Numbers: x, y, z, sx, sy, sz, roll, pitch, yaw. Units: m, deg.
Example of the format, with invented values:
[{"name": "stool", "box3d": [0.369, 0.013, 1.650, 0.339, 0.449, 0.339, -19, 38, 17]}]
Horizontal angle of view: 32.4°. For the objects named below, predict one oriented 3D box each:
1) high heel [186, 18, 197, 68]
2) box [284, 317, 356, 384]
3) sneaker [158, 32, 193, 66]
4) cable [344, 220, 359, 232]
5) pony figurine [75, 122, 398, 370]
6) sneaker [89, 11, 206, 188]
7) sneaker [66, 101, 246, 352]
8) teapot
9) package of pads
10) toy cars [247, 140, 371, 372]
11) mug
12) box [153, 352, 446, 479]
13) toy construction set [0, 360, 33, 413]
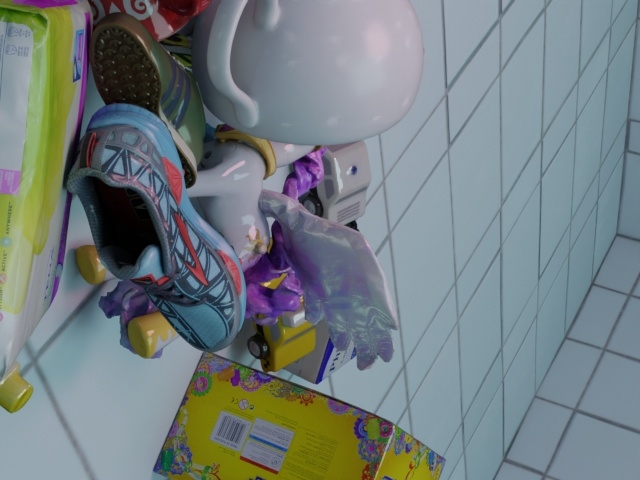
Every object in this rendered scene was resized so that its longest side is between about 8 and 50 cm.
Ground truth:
[{"name": "high heel", "box3d": [-0.068, -0.297, 1.188, 0.186, 0.093, 0.261, -37, 157, -34]}, {"name": "box", "box3d": [0.013, 0.136, 1.698, 0.137, 0.072, 0.126, -27, 139, -57]}, {"name": "sneaker", "box3d": [-0.142, -0.202, 1.193, 0.035, 0.083, 0.031, 120, -19, -50]}, {"name": "cable", "box3d": [0.000, 0.000, 1.651, 0.184, 0.047, 0.151, -20, 118, -55]}, {"name": "pony figurine", "box3d": [-0.087, -0.013, 1.243, 0.363, 0.302, 0.351, -27, 122, -38]}, {"name": "sneaker", "box3d": [-0.154, -0.143, 1.021, 0.086, 0.064, 0.192, -77, 157, -43]}, {"name": "sneaker", "box3d": [-0.158, 0.013, 1.001, 0.262, 0.104, 0.125, 63, 26, -26]}, {"name": "teapot", "box3d": [-0.013, -0.221, 1.085, 0.252, 0.256, 0.187, -7, 126, -16]}, {"name": "package of pads", "box3d": [-0.261, -0.055, 0.897, 0.229, 0.101, 0.297, -100, -160, -76]}, {"name": "toy cars", "box3d": [-0.007, -0.004, 1.520, 0.176, 0.087, 0.394, 28, 80, -43]}, {"name": "mug", "box3d": [-0.172, -0.276, 1.002, 0.113, 0.150, 0.169, -80, 164, -49]}, {"name": "box", "box3d": [-0.017, 0.306, 1.509, 0.177, 0.290, 0.279, -68, 154, -11]}, {"name": "toy construction set", "box3d": [-0.386, 0.207, 0.850, 0.327, 0.151, 0.215, -16, 145, -52]}]
